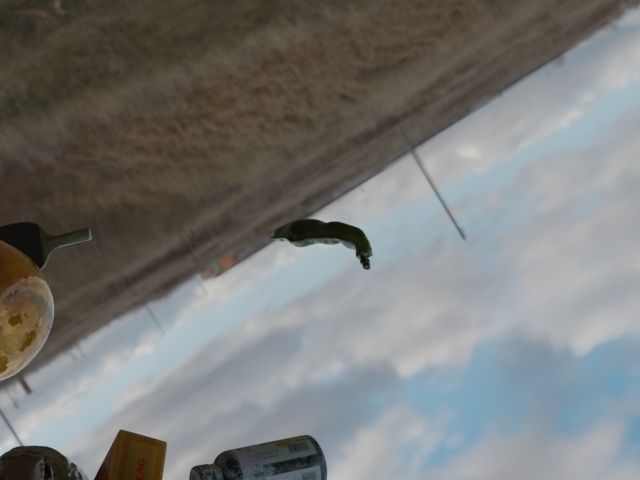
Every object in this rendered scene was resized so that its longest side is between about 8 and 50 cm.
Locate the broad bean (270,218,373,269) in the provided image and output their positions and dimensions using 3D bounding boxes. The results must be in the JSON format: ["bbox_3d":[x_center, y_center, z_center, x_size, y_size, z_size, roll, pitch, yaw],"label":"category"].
[{"bbox_3d":[0.005,-0.007,1.534,0.046,0.195,0.061,24,85,-59],"label":"broad bean"}]

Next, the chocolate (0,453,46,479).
[{"bbox_3d":[-0.514,0.440,1.541,0.093,0.148,0.214,9,146,-34],"label":"chocolate"}]

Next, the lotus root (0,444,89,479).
[{"bbox_3d":[-0.486,0.516,1.837,0.210,0.314,0.142,17,-141,25],"label":"lotus root"}]

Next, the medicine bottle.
[{"bbox_3d":[-0.140,0.526,2.115,0.293,0.141,0.141,-6,170,-29],"label":"medicine bottle"}]

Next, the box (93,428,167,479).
[{"bbox_3d":[-0.301,0.418,1.331,0.174,0.076,0.274,-88,-156,-50],"label":"box"}]

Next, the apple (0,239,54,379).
[{"bbox_3d":[-0.658,0.126,1.796,0.299,0.299,0.275,-34,154,-35],"label":"apple"}]

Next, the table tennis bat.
[{"bbox_3d":[-0.606,0.013,1.995,0.247,0.138,0.022,-14,153,-7],"label":"table tennis bat"}]
